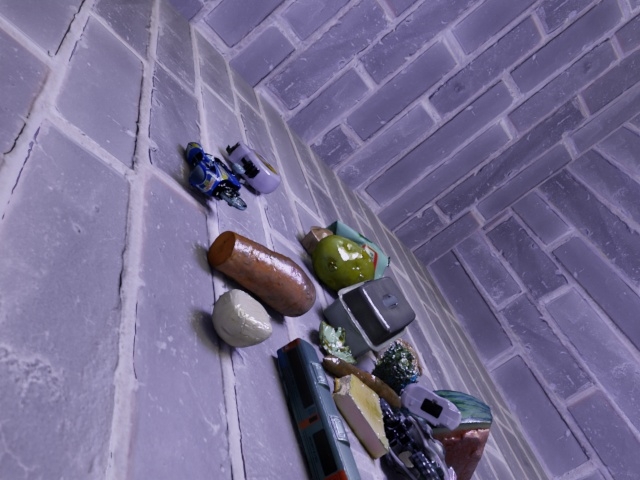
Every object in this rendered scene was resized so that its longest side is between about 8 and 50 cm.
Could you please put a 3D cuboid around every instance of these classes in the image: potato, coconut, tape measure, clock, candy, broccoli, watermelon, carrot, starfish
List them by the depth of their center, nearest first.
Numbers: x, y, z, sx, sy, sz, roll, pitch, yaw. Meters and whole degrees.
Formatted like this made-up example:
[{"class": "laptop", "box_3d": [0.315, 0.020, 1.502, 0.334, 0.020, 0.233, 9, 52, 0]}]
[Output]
[{"class": "carrot", "box_3d": [-0.133, 0.084, 1.385, 0.302, 0.139, 0.138, 40, 18, -38]}, {"class": "clock", "box_3d": [0.303, 0.458, 1.524, 0.176, 0.079, 0.117, 25, -10, 22]}, {"class": "carrot", "box_3d": [0.116, 0.391, 1.542, 0.342, 0.070, 0.070, 41, 18, -33]}, {"class": "coconut", "box_3d": [0.041, 0.290, 1.571, 0.158, 0.055, 0.133, 52, 13, -6]}, {"class": "broccoli", "box_3d": [0.232, 0.390, 1.684, 0.167, 0.155, 0.160, 57, 30, -8]}, {"class": "watermelon", "box_3d": [0.385, 0.575, 1.697, 0.250, 0.283, 0.292, -78, 156, -53]}, {"class": "potato", "box_3d": [0.079, 0.087, 1.934, 0.253, 0.186, 0.149, 52, -31, -17]}, {"class": "tape measure", "box_3d": [-0.231, -0.241, 1.952, 0.196, 0.105, 0.178, 35, 14, -53]}, {"class": "candy", "box_3d": [0.138, 0.118, 2.174, 0.263, 0.172, 0.397, 33, 42, -28]}, {"class": "starfish", "box_3d": [0.334, 0.432, 2.178, 0.236, 0.062, 0.277, 44, 11, -49]}]

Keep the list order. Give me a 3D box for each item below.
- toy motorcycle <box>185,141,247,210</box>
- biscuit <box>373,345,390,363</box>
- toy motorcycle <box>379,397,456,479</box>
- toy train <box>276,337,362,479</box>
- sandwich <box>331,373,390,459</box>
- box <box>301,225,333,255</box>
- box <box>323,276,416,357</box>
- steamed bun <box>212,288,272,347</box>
[{"class": "toy motorcycle", "box_3d": [-0.306, -0.188, 1.563, 0.169, 0.113, 0.315, 28, 17, -38]}, {"class": "biscuit", "box_3d": [0.220, 0.387, 1.943, 0.133, 0.032, 0.250, 40, 19, -34]}, {"class": "toy motorcycle", "box_3d": [0.244, 0.549, 1.434, 0.188, 0.143, 0.327, 54, -3, -24]}, {"class": "toy train", "box_3d": [0.003, 0.388, 1.154, 0.086, 0.089, 0.409, 45, 14, -44]}, {"class": "sandwich", "box_3d": [0.095, 0.430, 1.399, 0.162, 0.058, 0.193, 43, 18, -25]}, {"class": "box", "box_3d": [0.000, 0.000, 2.061, 0.111, 0.111, 0.177, 54, 14, 7]}, {"class": "box", "box_3d": [0.163, 0.236, 1.763, 0.220, 0.166, 0.291, 56, 27, 12]}, {"class": "steamed bun", "box_3d": [-0.168, 0.169, 1.139, 0.130, 0.091, 0.112, 38, 15, -34]}]
